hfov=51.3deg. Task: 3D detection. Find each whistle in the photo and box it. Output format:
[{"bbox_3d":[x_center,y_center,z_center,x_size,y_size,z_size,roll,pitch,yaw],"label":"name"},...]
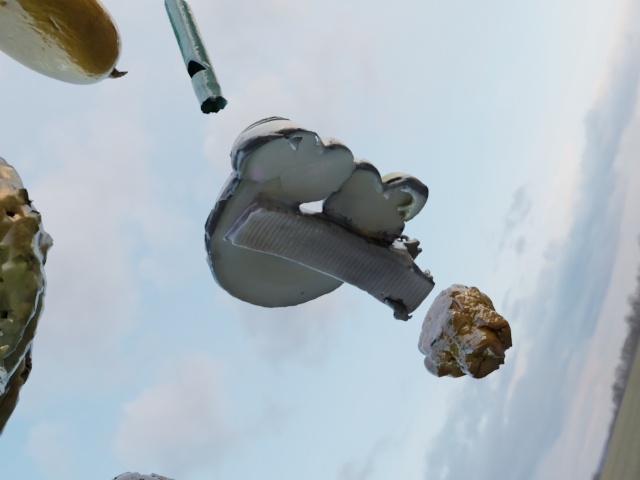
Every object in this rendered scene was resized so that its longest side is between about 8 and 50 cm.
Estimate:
[{"bbox_3d":[-0.169,-0.253,0.889,0.039,0.039,0.186,32,-146,-63],"label":"whistle"}]

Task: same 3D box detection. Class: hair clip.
[{"bbox_3d":[0.000,0.000,0.380,0.172,0.049,0.116,21,-64,-39],"label":"hair clip"}]

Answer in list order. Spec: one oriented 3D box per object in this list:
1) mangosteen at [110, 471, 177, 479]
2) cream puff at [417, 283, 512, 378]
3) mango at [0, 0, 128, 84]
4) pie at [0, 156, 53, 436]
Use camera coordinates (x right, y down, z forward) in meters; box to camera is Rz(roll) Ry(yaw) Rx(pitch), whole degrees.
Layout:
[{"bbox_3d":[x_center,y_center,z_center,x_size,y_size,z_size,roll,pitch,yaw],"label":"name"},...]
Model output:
[{"bbox_3d":[-0.228,0.388,0.842,0.166,0.166,0.180,52,-140,-59],"label":"mangosteen"},{"bbox_3d":[0.175,0.113,0.798,0.122,0.094,0.116,126,163,-73],"label":"cream puff"},{"bbox_3d":[-0.437,-0.346,1.020,0.317,0.176,0.119,27,-131,-25],"label":"mango"},{"bbox_3d":[-0.387,0.055,0.383,0.180,0.418,0.395,123,152,-55],"label":"pie"}]
